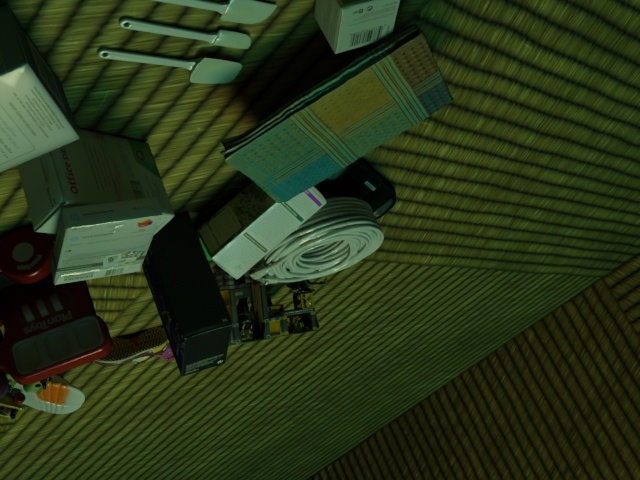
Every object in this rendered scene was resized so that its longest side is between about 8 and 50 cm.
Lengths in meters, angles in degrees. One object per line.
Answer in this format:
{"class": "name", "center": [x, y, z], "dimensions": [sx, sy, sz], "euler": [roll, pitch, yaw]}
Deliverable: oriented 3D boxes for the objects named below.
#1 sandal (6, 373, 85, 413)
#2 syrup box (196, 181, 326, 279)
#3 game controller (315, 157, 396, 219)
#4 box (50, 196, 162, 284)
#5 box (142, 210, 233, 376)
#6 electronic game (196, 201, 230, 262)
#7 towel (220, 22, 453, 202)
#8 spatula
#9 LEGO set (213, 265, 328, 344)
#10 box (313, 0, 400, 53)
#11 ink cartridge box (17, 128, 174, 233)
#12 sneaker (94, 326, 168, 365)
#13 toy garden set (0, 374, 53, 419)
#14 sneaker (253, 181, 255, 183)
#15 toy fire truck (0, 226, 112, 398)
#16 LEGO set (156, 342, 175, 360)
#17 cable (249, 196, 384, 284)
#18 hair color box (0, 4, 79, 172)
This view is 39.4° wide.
{"class": "sandal", "center": [-0.666, 0.325, 2.055], "dimensions": [0.265, 0.076, 0.102], "euler": [22, 122, -31]}
{"class": "syrup box", "center": [-0.114, -0.046, 1.728], "dimensions": [0.237, 0.093, 0.096], "euler": [-40, 137, 6]}
{"class": "game controller", "center": [0.056, -0.096, 1.919], "dimensions": [0.166, 0.067, 0.319], "euler": [-45, 153, 7]}
{"class": "box", "center": [-0.336, 0.003, 1.388], "dimensions": [0.145, 0.038, 0.186], "euler": [-9, 156, -27]}
{"class": "box", "center": [-0.267, 0.105, 1.755], "dimensions": [0.103, 0.261, 0.184], "euler": [-15, 153, -22]}
{"class": "electronic game", "center": [-0.158, -0.022, 1.860], "dimensions": [0.229, 0.048, 0.229], "euler": [-20, 155, -10]}
{"class": "towel", "center": [0.036, -0.201, 1.507], "dimensions": [0.370, 0.040, 0.271], "euler": [-31, 157, 8]}
{"class": "spatula", "center": [-0.197, -0.300, 1.316], "dimensions": [0.242, 0.019, 0.168], "euler": [-3, 148, -40]}
{"class": "LEGO set", "center": [-0.162, 0.130, 2.073], "dimensions": [0.331, 0.192, 0.255], "euler": [-5, 178, -31]}
{"class": "box", "center": [0.054, -0.357, 1.353], "dimensions": [0.101, 0.087, 0.102], "euler": [-18, 154, -16]}
{"class": "ink cartridge box", "center": [-0.358, -0.089, 1.418], "dimensions": [0.093, 0.154, 0.212], "euler": [-37, 153, 29]}
{"class": "sneaker", "center": [-0.453, 0.270, 2.134], "dimensions": [0.185, 0.070, 0.084], "euler": [-12, 147, -24]}
{"class": "toy garden set", "center": [-0.711, 0.314, 1.922], "dimensions": [0.244, 0.049, 0.204], "euler": [18, 127, -39]}
{"class": "sneaker", "center": [-0.068, -0.160, 1.636], "dimensions": [0.067, 0.078, 0.188], "euler": [6, 141, -48]}
{"class": "toy fire truck", "center": [-0.544, 0.140, 1.576], "dimensions": [0.302, 0.254, 0.169], "euler": [-21, 155, -10]}
{"class": "LEGO set", "center": [-0.324, 0.262, 2.219], "dimensions": [0.227, 0.087, 0.093], "euler": [-39, 152, 25]}
{"class": "cable", "center": [0.000, 0.000, 1.865], "dimensions": [0.257, 0.089, 0.257], "euler": [3, 149, -42]}
{"class": "hair color box", "center": [-0.538, -0.148, 1.187], "dimensions": [0.374, 0.114, 0.185], "euler": [-24, 155, -4]}
